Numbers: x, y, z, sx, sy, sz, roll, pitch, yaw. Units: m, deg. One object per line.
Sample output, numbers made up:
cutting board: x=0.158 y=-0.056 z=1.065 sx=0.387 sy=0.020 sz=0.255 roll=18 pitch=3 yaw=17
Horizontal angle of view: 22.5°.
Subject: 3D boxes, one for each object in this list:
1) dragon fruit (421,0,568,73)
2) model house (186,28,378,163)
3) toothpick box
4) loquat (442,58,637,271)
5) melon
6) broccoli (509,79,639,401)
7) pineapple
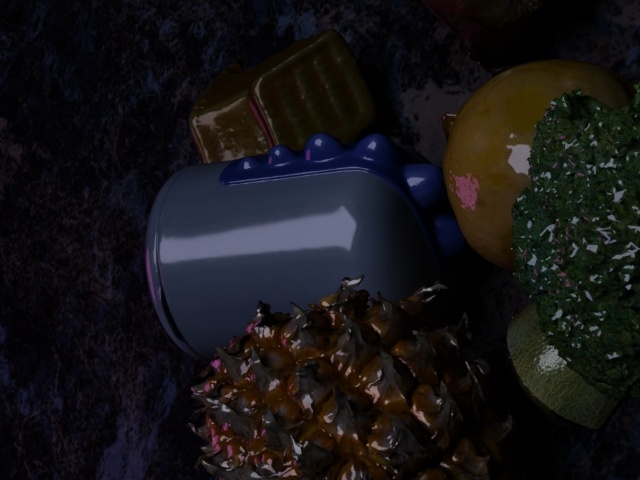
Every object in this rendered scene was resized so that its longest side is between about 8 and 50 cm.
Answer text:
dragon fruit: x=0.190 y=-0.377 z=1.789 sx=0.263 sy=0.314 sz=0.296 roll=-43 pitch=25 yaw=11
model house: x=-0.024 y=-0.134 z=2.044 sx=0.239 sy=0.173 sz=0.268 roll=-24 pitch=89 yaw=29
toothpick box: x=0.000 y=0.000 z=1.826 sx=0.355 sy=0.263 sz=0.263 roll=-6 pitch=71 yaw=28
loquat: x=0.228 y=-0.076 z=1.635 sx=0.244 sy=0.244 sz=0.244 roll=-22 pitch=60 yaw=45
melon: x=0.255 y=0.102 z=1.653 sx=0.128 sy=0.079 sz=0.160 roll=-48 pitch=44 yaw=30
broccoli: x=0.347 y=-0.015 z=1.393 sx=0.310 sy=0.321 sz=0.413 roll=29 pitch=122 yaw=48
pineapple: x=0.042 y=0.231 z=1.656 sx=0.352 sy=0.352 sz=0.300 roll=-47 pitch=46 yaw=30
